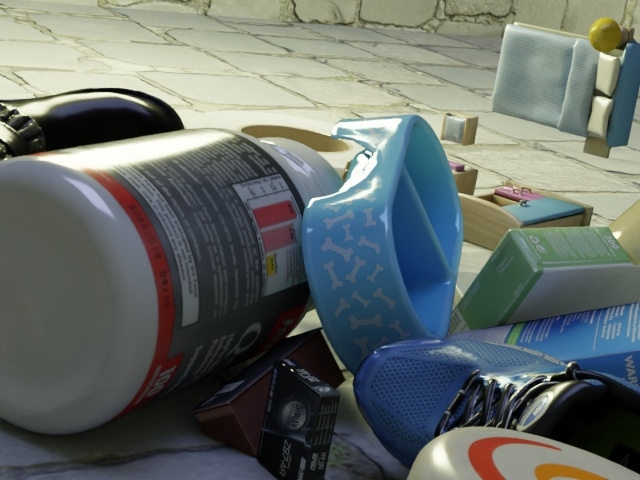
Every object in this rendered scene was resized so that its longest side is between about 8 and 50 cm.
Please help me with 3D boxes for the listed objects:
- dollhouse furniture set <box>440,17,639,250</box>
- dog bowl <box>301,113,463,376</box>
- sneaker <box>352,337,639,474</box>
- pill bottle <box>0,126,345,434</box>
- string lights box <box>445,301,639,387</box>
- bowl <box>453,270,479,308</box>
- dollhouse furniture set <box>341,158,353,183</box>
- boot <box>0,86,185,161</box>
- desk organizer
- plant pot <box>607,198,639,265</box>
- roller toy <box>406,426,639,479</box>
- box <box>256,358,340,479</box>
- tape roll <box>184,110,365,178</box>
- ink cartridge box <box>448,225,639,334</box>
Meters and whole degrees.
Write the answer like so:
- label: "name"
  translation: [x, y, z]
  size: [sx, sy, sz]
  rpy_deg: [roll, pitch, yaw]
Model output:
- label: "dollhouse furniture set"
  translation: [0.239, -0.167, 1.809]
  size: [0.286, 0.303, 0.198]
  rpy_deg: [21, 19, 34]
- label: "dog bowl"
  translation: [0.064, -0.006, 1.204]
  size: [0.074, 0.166, 0.297]
  rpy_deg: [-15, 28, 21]
- label: "sneaker"
  translation: [0.154, 0.125, 0.929]
  size: [0.330, 0.129, 0.147]
  rpy_deg: [14, -19, 37]
- label: "pill bottle"
  translation: [-0.126, 0.015, 1.136]
  size: [0.210, 0.210, 0.363]
  rpy_deg: [18, 18, 26]
- label: "string lights box"
  translation: [0.220, 0.106, 1.092]
  size: [0.260, 0.076, 0.133]
  rpy_deg: [-11, 11, 18]
- label: "bowl"
  translation: [0.204, 0.081, 1.386]
  size: [0.142, 0.053, 0.142]
  rpy_deg: [7, 16, -7]
- label: "dollhouse furniture set"
  translation: [0.000, 0.000, 1.485]
  size: [0.259, 0.135, 0.262]
  rpy_deg: [21, 17, 0]
- label: "boot"
  translation: [-0.323, -0.096, 1.536]
  size: [0.348, 0.131, 0.260]
  rpy_deg: [-3, 11, -6]
- label: "desk organizer"
  translation: [-0.039, 0.124, 1.098]
  size: [0.047, 0.050, 0.130]
  rpy_deg: [-20, 10, 42]
- label: "plant pot"
  translation: [0.417, 0.024, 1.431]
  size: [0.274, 0.256, 0.256]
  rpy_deg: [-17, 27, -25]
- label: "roller toy"
  translation: [0.123, 0.204, 0.748]
  size: [0.191, 0.146, 0.209]
  rpy_deg: [28, 15, 32]
- label: "box"
  translation: [-0.017, 0.137, 1.006]
  size: [0.018, 0.083, 0.067]
  rpy_deg: [0, 20, -34]
- label: "tape roll"
  translation: [-0.038, -0.084, 1.732]
  size: [0.286, 0.100, 0.286]
  rpy_deg: [9, 15, -2]
- label: "ink cartridge box"
  translation: [0.234, 0.063, 1.255]
  size: [0.235, 0.171, 0.056]
  rpy_deg: [-2, 48, -33]
